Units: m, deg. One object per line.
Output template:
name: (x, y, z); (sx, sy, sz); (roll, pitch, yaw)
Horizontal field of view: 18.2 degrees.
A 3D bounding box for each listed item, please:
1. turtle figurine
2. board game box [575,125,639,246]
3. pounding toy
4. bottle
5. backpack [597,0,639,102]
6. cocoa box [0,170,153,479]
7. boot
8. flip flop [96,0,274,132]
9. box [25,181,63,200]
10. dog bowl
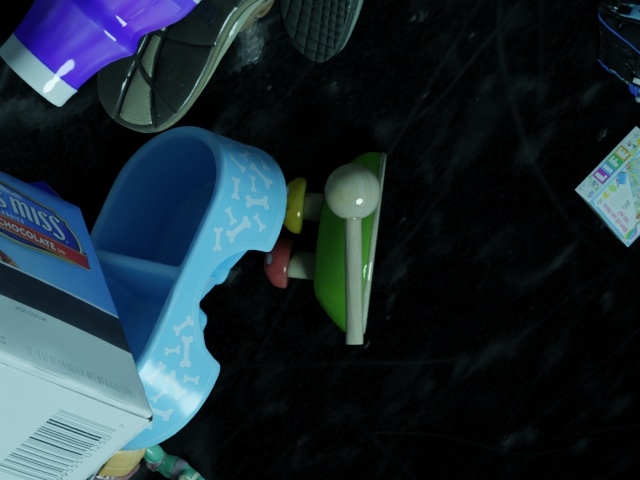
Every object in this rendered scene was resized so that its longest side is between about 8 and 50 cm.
turtle figurine: (-0.201, 0.232, 1.986); (0.175, 0.118, 0.234); (1, 142, -31)
board game box: (0.369, -0.062, 2.365); (0.103, 0.026, 0.154); (-47, 147, 3)
pounding toy: (0.000, 0.000, 1.944); (0.237, 0.110, 0.183); (-58, 155, -84)
bottle: (-0.132, -0.228, 1.551); (0.283, 0.118, 0.092); (-48, 147, 3)
backpack: (0.397, -0.202, 2.107); (0.158, 0.173, 0.117); (-33, 145, -20)
cocoa box: (-0.344, 0.118, 1.510); (0.347, 0.228, 0.231); (-41, 138, 20)
boot: (0.060, -0.275, 1.753); (0.161, 0.083, 0.246); (-24, 144, -38)
flip flop: (-0.083, -0.208, 1.655); (0.277, 0.112, 0.080); (-55, 172, 11)
box: (-0.289, 0.022, 1.697); (0.137, 0.072, 0.126); (-8, 133, -44)
dog bowl: (-0.143, 0.032, 1.747); (0.074, 0.166, 0.297); (37, 72, -44)
